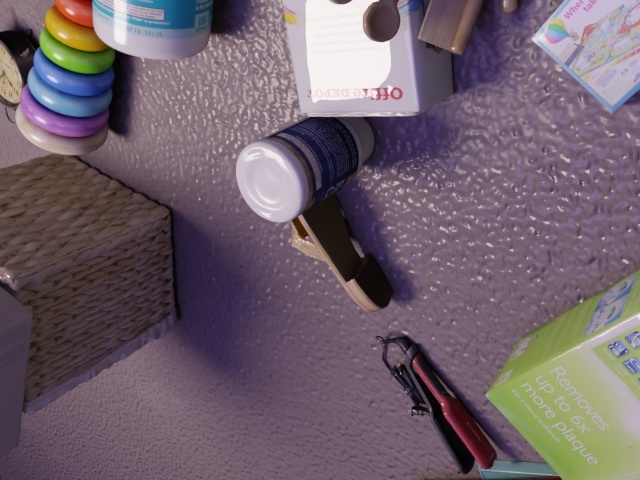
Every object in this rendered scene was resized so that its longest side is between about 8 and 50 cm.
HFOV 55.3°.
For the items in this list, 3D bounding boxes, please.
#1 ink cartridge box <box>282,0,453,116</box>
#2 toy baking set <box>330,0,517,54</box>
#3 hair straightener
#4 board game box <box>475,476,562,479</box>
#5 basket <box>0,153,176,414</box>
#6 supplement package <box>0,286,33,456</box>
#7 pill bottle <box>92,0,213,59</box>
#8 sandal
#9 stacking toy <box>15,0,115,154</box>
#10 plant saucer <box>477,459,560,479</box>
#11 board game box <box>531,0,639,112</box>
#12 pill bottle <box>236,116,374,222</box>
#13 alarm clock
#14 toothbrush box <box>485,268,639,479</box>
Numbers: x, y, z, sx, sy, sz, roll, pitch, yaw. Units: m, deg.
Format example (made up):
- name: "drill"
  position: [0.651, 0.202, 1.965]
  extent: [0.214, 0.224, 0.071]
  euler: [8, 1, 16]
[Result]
- name: "ink cartridge box"
  position: [0.046, -0.242, 0.634]
  extent: [0.154, 0.093, 0.212]
  euler: [8, 118, 35]
- name: "toy baking set"
  position: [0.092, -0.286, 0.520]
  extent: [0.030, 0.197, 0.256]
  euler: [-140, 40, -60]
- name: "hair straightener"
  position: [0.144, 0.230, 0.861]
  extent: [0.230, 0.047, 0.089]
  euler: [51, 134, 2]
- name: "board game box"
  position: [0.258, 0.399, 0.867]
  extent: [0.281, 0.027, 0.145]
  euler: [-26, 105, 45]
- name: "basket"
  position: [-0.466, 0.048, 1.051]
  extent: [0.329, 0.331, 0.266]
  euler: [26, 123, 24]
- name: "supplement package"
  position: [-0.535, 0.193, 0.837]
  extent: [0.178, 0.175, 0.292]
  euler: [33, 124, 17]
- name: "pill bottle"
  position: [-0.191, -0.360, 0.713]
  extent: [0.146, 0.146, 0.264]
  euler: [32, 131, 20]
- name: "sandal"
  position: [-0.003, 0.003, 0.818]
  extent: [0.079, 0.088, 0.240]
  euler: [-27, 102, 38]
- name: "stacking toy"
  position: [-0.355, -0.289, 0.903]
  extent: [0.141, 0.141, 0.330]
  euler: [41, 128, 12]
- name: "plant saucer"
  position: [0.303, 0.329, 0.816]
  extent: [0.192, 0.018, 0.067]
  euler: [-14, 106, 41]
- name: "board game box"
  position: [0.274, -0.201, 0.523]
  extent: [0.103, 0.026, 0.154]
  euler: [46, 134, 7]
- name: "pill bottle"
  position: [-0.009, -0.094, 0.708]
  extent: [0.094, 0.169, 0.094]
  euler: [20, 126, 29]
- name: "alarm clock"
  position: [-0.549, -0.289, 1.093]
  extent: [0.129, 0.064, 0.192]
  euler: [40, 130, 13]
- name: "toothbrush box"
  position: [0.346, 0.146, 0.604]
  extent: [0.206, 0.122, 0.283]
  euler: [48, 133, 5]
